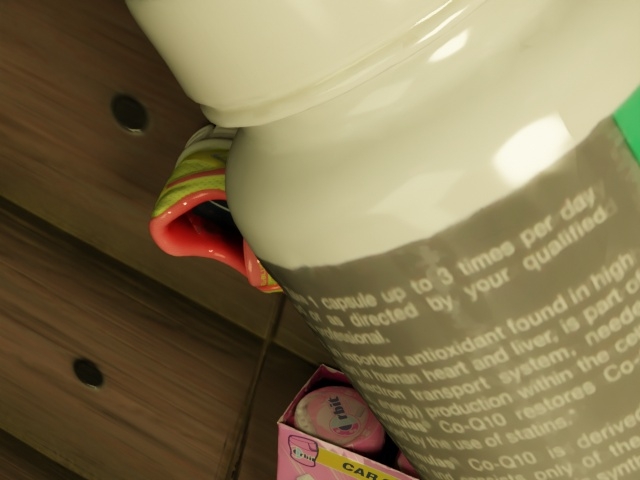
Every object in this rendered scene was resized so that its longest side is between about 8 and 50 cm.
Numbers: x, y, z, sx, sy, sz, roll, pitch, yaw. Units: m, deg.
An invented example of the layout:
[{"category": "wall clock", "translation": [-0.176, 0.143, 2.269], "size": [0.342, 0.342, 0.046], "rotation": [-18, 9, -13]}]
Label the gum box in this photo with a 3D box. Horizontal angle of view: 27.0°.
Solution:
[{"category": "gum box", "translation": [0.068, 0.165, 0.831], "size": [0.188, 0.062, 0.107], "rotation": [20, 132, 18]}]

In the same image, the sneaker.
[{"category": "sneaker", "translation": [0.000, 0.000, 0.723], "size": [0.208, 0.094, 0.081], "rotation": [11, 127, 23]}]

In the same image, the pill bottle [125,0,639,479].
[{"category": "pill bottle", "translation": [0.089, -0.005, 0.567], "size": [0.204, 0.204, 0.361], "rotation": [-16, 120, 39]}]
